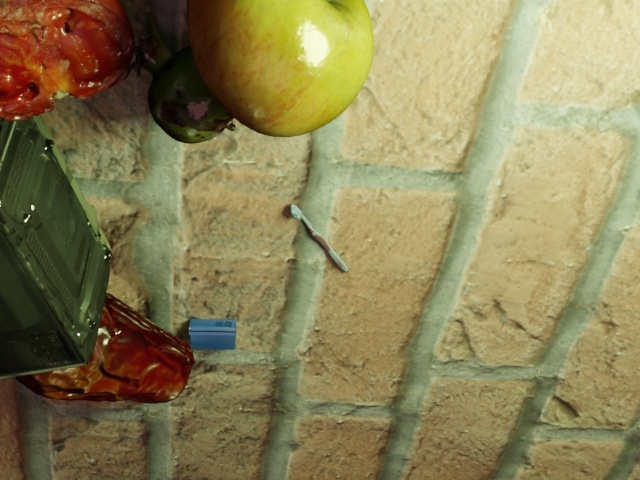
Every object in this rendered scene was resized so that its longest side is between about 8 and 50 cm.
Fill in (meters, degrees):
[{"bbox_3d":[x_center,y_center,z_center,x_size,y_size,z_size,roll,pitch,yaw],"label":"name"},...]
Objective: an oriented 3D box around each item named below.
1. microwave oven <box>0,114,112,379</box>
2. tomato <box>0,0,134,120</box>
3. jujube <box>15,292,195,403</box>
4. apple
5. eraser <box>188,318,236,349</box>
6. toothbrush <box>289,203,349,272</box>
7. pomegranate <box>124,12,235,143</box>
[{"bbox_3d":[-0.462,-0.002,1.690,0.218,0.286,0.355,-10,134,9],"label":"microwave oven"},{"bbox_3d":[-0.368,-0.274,1.483,0.233,0.140,0.200,-17,146,-11],"label":"tomato"},{"bbox_3d":[-0.381,0.190,1.981,0.342,0.216,0.216,18,137,-37],"label":"jujube"},{"bbox_3d":[-0.049,-0.256,1.426,0.194,0.261,0.261,-31,130,32],"label":"apple"},{"bbox_3d":[-0.194,0.170,2.068,0.084,0.027,0.063,2,140,-2],"label":"eraser"},{"bbox_3d":[0.000,0.000,1.885,0.013,0.019,0.193,-21,136,21],"label":"toothbrush"},{"bbox_3d":[-0.186,-0.209,1.562,0.169,0.148,0.148,21,135,-13],"label":"pomegranate"}]
